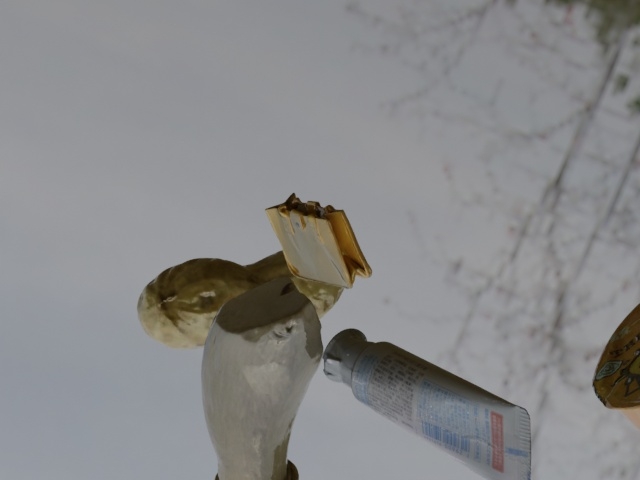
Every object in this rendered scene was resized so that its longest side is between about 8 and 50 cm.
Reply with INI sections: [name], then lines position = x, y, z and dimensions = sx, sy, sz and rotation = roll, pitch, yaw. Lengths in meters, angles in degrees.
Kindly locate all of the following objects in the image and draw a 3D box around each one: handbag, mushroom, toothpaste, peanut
[handbag]
position = 0.000, 0.000, 1.388
dimensions = 0.027, 0.061, 0.083
rotation = -31, -159, -24
[mushroom]
position = -0.057, 0.136, 1.778
dimensions = 0.108, 0.247, 0.096
rotation = 11, -148, 2
[toothpaste]
position = 0.092, 0.137, 1.634
dimensions = 0.057, 0.089, 0.234
rotation = -21, -149, -31
[peanut]
position = -0.083, 0.061, 2.096
dimensions = 0.229, 0.098, 0.103
rotation = -9, -170, -15

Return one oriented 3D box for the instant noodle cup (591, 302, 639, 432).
[instant noodle cup]
position = 0.323, 0.108, 1.367
dimensions = 0.172, 0.216, 0.216
rotation = 53, -175, -13
